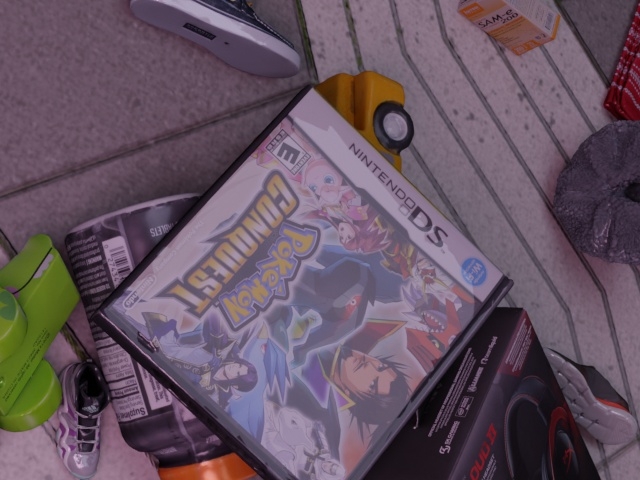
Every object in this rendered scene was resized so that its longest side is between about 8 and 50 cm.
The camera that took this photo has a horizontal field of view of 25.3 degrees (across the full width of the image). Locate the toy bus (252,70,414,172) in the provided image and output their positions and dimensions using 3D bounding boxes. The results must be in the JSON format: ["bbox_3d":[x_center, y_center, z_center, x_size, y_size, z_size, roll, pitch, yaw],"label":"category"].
[{"bbox_3d":[0.000,0.000,1.344,0.130,0.108,0.332,16,68,-31],"label":"toy bus"}]

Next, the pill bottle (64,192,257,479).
[{"bbox_3d":[-0.123,0.092,1.211,0.130,0.130,0.245,-15,87,-38],"label":"pill bottle"}]

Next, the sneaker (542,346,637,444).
[{"bbox_3d":[0.278,0.160,1.547,0.158,0.061,0.065,41,30,-21],"label":"sneaker"}]

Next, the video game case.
[{"bbox_3d":[-0.006,0.048,1.171,0.248,0.035,0.275,44,66,-7],"label":"video game case"}]

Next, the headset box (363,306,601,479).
[{"bbox_3d":[0.143,0.215,1.312,0.218,0.110,0.293,-59,135,-38],"label":"headset box"}]

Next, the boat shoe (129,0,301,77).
[{"bbox_3d":[-0.091,-0.226,1.367,0.183,0.065,0.083,24,65,-28],"label":"boat shoe"}]

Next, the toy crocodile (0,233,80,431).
[{"bbox_3d":[-0.290,0.139,1.096,0.115,0.105,0.340,70,39,-52],"label":"toy crocodile"}]

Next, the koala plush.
[{"bbox_3d":[0.395,-0.034,1.628,0.221,0.203,0.196,20,73,-54],"label":"koala plush"}]

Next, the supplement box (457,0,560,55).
[{"bbox_3d":[0.212,-0.254,1.602,0.098,0.062,0.036,31,62,-25],"label":"supplement box"}]

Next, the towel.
[{"bbox_3d":[0.459,-0.211,1.793,0.199,0.031,0.275,38,57,-23],"label":"towel"}]

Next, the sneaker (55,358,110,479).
[{"bbox_3d":[-0.194,0.146,1.179,0.038,0.069,0.098,-4,77,-28],"label":"sneaker"}]
